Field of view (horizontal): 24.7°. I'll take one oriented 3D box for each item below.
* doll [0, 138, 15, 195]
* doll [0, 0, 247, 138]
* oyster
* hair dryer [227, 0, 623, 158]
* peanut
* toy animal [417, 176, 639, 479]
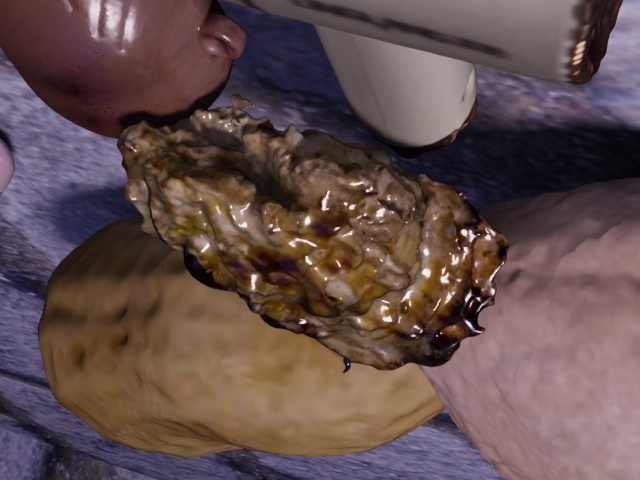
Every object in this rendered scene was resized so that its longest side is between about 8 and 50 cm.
[{"bbox_3d":[-0.354,-0.039,0.918,0.284,0.240,0.310,0,163,13],"label":"doll"},{"bbox_3d":[-0.119,-0.115,0.653,0.188,0.096,0.145,29,158,5],"label":"doll"},{"bbox_3d":[-0.008,-0.003,0.634,0.177,0.056,0.105,37,124,-8],"label":"oyster"},{"bbox_3d":[0.016,-0.100,0.526,0.203,0.128,0.362,16,170,12],"label":"hair dryer"},{"bbox_3d":[-0.052,0.066,0.985,0.192,0.169,0.387,26,162,-35],"label":"peanut"},{"bbox_3d":[0.192,0.075,0.706,0.358,0.188,0.226,17,158,11],"label":"toy animal"}]
